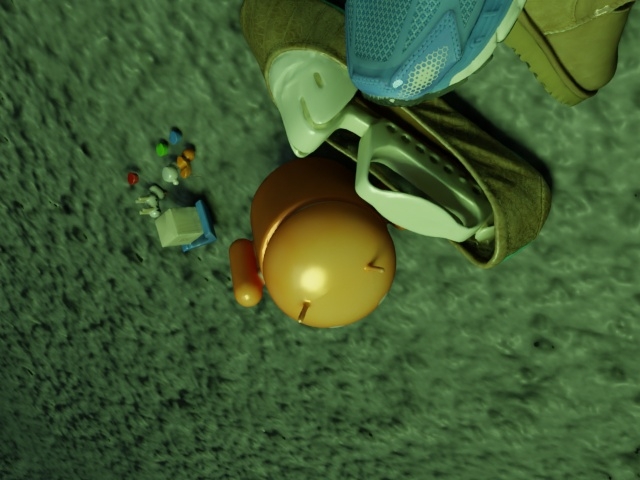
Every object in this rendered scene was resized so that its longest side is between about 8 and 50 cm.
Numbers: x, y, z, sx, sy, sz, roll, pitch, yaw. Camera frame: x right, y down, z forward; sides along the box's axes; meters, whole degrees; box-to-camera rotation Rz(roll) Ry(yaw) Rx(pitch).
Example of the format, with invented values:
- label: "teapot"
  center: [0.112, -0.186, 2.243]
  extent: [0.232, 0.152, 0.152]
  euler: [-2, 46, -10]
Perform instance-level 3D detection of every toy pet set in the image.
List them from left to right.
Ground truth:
- label: "toy pet set"
  center: [-0.158, -0.053, 1.082]
  extent: [0.122, 0.065, 0.114]
  euler: [-31, 72, 46]

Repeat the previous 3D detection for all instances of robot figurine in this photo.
- label: "robot figurine"
  center: [-0.002, 0.001, 0.885]
  extent: [0.158, 0.219, 0.128]
  euler: [8, 114, -14]

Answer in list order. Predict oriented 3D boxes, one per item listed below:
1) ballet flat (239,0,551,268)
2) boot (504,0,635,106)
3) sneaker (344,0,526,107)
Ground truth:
- label: "ballet flat"
  center: [0.049, -0.092, 0.817]
  extent: [0.342, 0.124, 0.116]
  euler: [39, 141, -2]
- label: "boot"
  center: [0.247, -0.188, 0.577]
  extent: [0.270, 0.236, 0.089]
  euler: [-24, 76, 26]
- label: "sneaker"
  center: [0.038, -0.237, 0.486]
  extent: [0.130, 0.147, 0.329]
  euler: [16, 107, 47]
